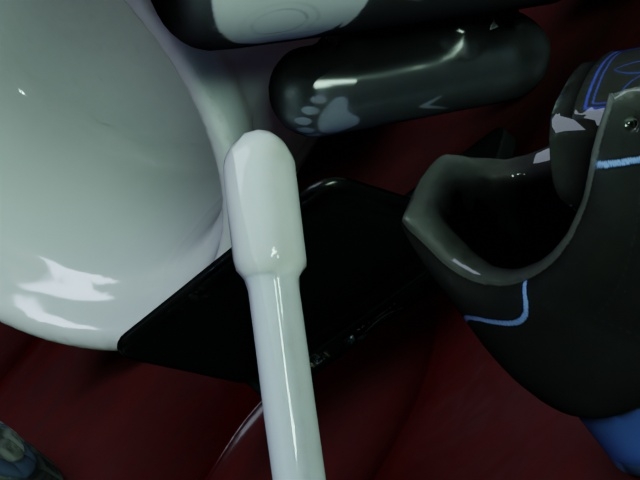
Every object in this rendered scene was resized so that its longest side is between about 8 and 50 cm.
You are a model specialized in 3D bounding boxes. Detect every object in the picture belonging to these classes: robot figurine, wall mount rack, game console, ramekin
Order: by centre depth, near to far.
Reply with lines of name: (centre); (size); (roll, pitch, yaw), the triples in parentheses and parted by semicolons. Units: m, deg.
wall mount rack: (-0.089, 0.150, 0.492); (0.350, 0.130, 0.304); (-28, 25, 50)
robot figurine: (0.019, -0.161, 0.711); (0.209, 0.278, 0.174); (103, 155, -61)
game console: (0.000, 0.000, 0.718); (0.122, 0.071, 0.107); (-37, 19, 35)
ramekin: (-0.123, -0.095, 0.926); (0.277, 0.277, 0.135); (-31, 16, 49)

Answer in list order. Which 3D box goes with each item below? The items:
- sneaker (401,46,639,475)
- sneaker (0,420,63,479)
sneaker: (0.112, -0.021, 0.424); (0.232, 0.090, 0.081); (-34, 21, 43)
sneaker: (-0.185, 0.141, 0.831); (0.129, 0.111, 0.297); (-52, 14, 11)
